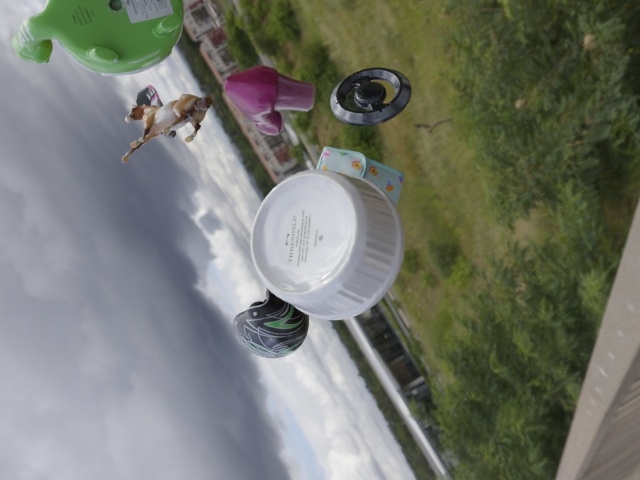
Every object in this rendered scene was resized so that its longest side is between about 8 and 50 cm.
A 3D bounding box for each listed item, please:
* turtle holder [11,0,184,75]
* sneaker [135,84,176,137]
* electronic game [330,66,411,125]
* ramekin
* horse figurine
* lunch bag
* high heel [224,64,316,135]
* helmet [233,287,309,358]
[{"bbox_3d":[-0.435,-0.432,1.216,0.243,0.320,0.227,42,170,-12],"label":"turtle holder"},{"bbox_3d":[-0.469,-0.361,1.703,0.178,0.072,0.077,65,-175,19],"label":"sneaker"},{"bbox_3d":[0.140,-0.404,1.658,0.229,0.229,0.048,57,173,38],"label":"electronic game"},{"bbox_3d":[0.000,0.000,1.036,0.127,0.273,0.272,21,-148,-58],"label":"ramekin"},{"bbox_3d":[-0.318,-0.254,1.248,0.066,0.263,0.174,57,-148,-35],"label":"horse figurine"},{"bbox_3d":[0.092,-0.135,1.749,0.262,0.223,0.160,23,164,-22],"label":"lunch bag"},{"bbox_3d":[-0.149,-0.314,1.303,0.377,0.181,0.127,180,95,-70],"label":"high heel"},{"bbox_3d":[-0.113,0.194,1.382,0.169,0.169,0.161,60,-143,-30],"label":"helmet"}]
